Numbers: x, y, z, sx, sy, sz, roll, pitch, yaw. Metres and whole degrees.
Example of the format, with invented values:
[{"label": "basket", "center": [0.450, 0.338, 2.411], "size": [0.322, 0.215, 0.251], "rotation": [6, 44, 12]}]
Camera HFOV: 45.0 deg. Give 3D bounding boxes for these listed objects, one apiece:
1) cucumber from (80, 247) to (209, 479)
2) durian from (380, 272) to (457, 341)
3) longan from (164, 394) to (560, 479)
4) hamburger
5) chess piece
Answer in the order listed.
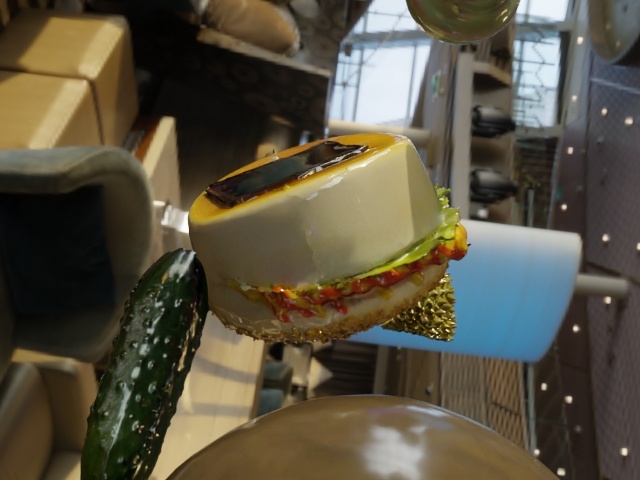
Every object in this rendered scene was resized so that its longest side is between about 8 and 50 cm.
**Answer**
[{"label": "cucumber", "center": [-0.131, 0.100, 0.578], "size": [0.069, 0.069, 0.227], "rotation": [95, 5, -53]}, {"label": "durian", "center": [0.130, 0.074, 1.228], "size": [0.237, 0.194, 0.137], "rotation": [178, -75, -76]}, {"label": "longan", "center": [0.034, 0.213, 0.353], "size": [0.243, 0.300, 0.300], "rotation": [126, -24, -55]}, {"label": "hamburger", "center": [0.000, 0.000, 0.815], "size": [0.294, 0.276, 0.179], "rotation": [23, -46, 65]}, {"label": "chess piece", "center": [0.185, -0.303, 0.801], "size": [0.272, 0.139, 0.139], "rotation": [171, -74, -80]}]
